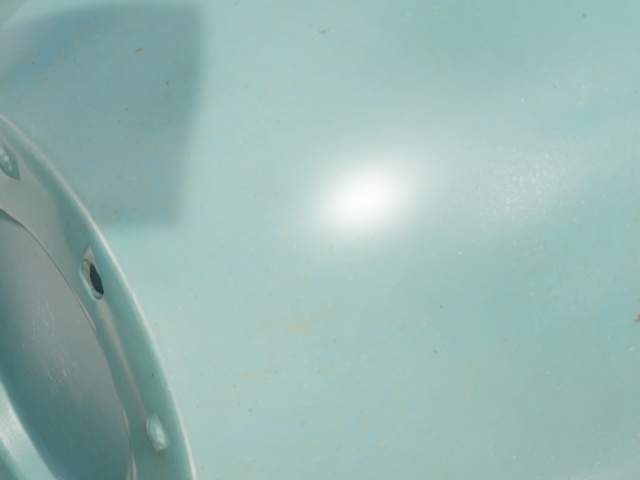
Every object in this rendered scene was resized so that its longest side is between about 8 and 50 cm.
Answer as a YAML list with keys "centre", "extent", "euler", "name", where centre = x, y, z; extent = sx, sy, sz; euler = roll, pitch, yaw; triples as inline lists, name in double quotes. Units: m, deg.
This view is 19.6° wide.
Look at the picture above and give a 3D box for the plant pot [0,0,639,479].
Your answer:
- centre: [0.000, 0.000, 0.621]
  extent: [0.235, 0.293, 0.293]
  euler: [-24, 32, -30]
  name: "plant pot"
